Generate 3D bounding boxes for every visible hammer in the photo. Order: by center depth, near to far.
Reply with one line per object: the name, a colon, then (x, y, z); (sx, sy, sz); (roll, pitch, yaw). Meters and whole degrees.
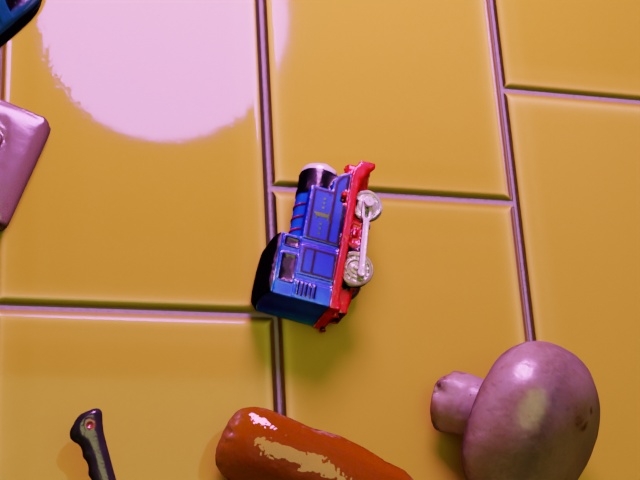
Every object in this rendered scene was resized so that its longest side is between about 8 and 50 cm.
hammer: (-0.206, 0.312, 1.354); (0.111, 0.033, 0.288); (-15, 72, -18)

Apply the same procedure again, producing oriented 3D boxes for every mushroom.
mushroom: (0.220, 0.207, 1.534); (0.204, 0.204, 0.204); (6, 68, -15)

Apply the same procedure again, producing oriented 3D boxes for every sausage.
sausage: (-0.002, 0.262, 1.477); (0.238, 0.098, 0.098); (24, 64, -5)

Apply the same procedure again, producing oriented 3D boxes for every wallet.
wallet: (-0.390, -0.098, 1.527); (0.118, 0.039, 0.153); (21, 66, -11)

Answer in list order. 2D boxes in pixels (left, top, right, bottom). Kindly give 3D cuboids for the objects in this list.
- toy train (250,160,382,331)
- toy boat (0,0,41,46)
toy train: (0.000, 0.000, 1.586); (0.131, 0.083, 0.204); (15, 65, -9)
toy boat: (-0.442, -0.282, 1.556); (0.134, 0.092, 0.299); (40, 64, 4)
